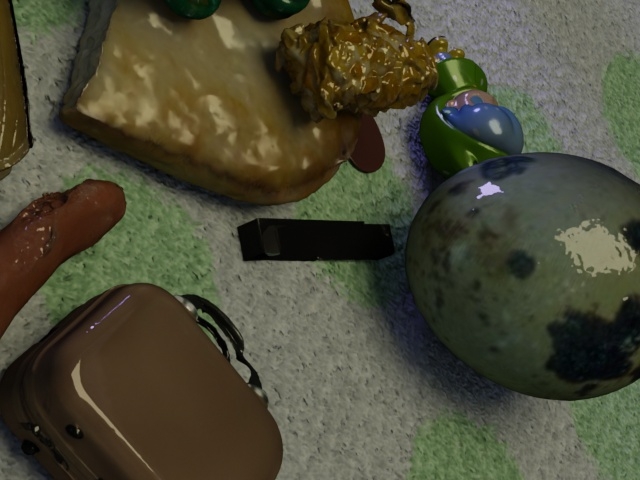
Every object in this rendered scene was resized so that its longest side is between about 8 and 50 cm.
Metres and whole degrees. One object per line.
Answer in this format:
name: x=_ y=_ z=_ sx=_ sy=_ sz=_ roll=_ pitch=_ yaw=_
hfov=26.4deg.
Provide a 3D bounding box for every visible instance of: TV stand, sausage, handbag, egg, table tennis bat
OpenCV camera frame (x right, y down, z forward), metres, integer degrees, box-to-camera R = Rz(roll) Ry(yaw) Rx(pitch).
TV stand: x=0.000 y=0.000 z=1.822 sx=0.256 sy=0.040 sz=0.049 roll=2 pitch=73 yaw=-46
sausage: x=-0.314 y=0.025 z=1.455 sx=0.087 sy=0.079 sz=0.326 roll=45 pitch=44 yaw=-9
handbag: x=-0.171 y=0.182 z=1.490 sx=0.302 sy=0.149 sz=0.283 roll=51 pitch=47 yaw=-16
egg: x=0.315 y=0.044 z=1.908 sx=0.428 sy=0.345 sz=0.345 roll=25 pitch=56 yaw=-28
table tennis bat: x=0.048 y=-0.172 z=1.969 sx=0.087 sy=0.013 sz=0.156 roll=-25 pitch=94 yaw=-46

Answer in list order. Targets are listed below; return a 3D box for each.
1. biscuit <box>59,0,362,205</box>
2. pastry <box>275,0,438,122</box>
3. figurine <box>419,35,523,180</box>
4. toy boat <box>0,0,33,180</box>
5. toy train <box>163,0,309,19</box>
biscuit: x=-0.118 y=-0.258 z=1.764 sx=0.446 sy=0.104 sz=0.429 roll=23 pitch=59 yaw=-35
pastry: x=0.055 y=-0.236 z=1.770 sx=0.250 sy=0.102 sz=0.154 roll=-18 pitch=90 yaw=-47
figurine: x=0.220 y=-0.188 z=2.073 sx=0.162 sy=0.143 sz=0.263 roll=27 pitch=38 yaw=-46
toy boat: x=-0.395 y=-0.210 z=1.464 sx=0.121 sy=0.089 sz=0.321 roll=-3 pitch=75 yaw=-35
toy train: x=-0.102 y=-0.414 z=1.656 sx=0.429 sy=0.178 sz=0.249 roll=-11 pitch=70 yaw=-45
